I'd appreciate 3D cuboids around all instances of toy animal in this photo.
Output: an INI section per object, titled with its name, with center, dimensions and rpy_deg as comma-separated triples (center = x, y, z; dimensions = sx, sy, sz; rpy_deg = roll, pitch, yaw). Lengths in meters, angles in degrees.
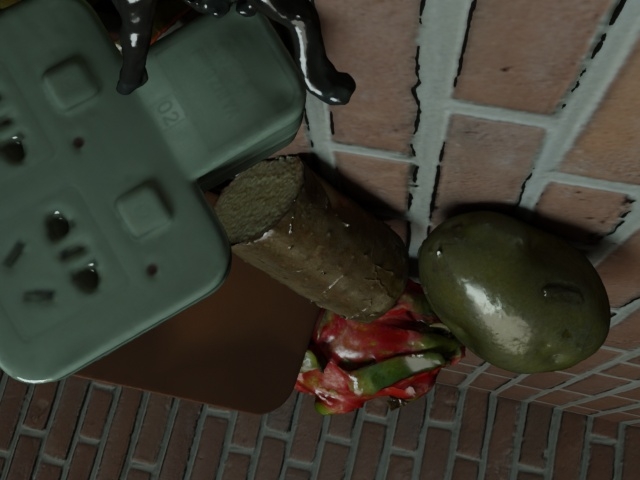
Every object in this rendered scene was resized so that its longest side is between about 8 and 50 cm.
[toy animal]
center = -0.072, -0.150, 0.424
dimensions = 0.232, 0.085, 0.148
rpy_deg = 7, 158, 22

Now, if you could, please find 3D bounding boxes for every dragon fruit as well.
[dragon fruit]
center = 0.057, 0.132, 1.125
dimensions = 0.302, 0.231, 0.237
rpy_deg = -8, 147, 27

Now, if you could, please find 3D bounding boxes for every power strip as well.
[power strip]
center = -0.141, -0.057, 0.562
dimensions = 0.261, 0.229, 0.141
rpy_deg = -31, 179, -9

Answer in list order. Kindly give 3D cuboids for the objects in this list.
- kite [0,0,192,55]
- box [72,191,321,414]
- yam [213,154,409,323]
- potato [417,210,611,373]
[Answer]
[kite]
center = -0.233, -0.206, 0.518
dimensions = 0.377, 0.013, 0.327
rpy_deg = 10, 165, 17
[box]
center = -0.200, 0.057, 1.000
dimensions = 0.339, 0.240, 0.229
rpy_deg = 22, 173, -35
[yam]
center = -0.001, 0.002, 0.877
dimensions = 0.238, 0.128, 0.129
rpy_deg = 34, -170, -42
[potato]
center = 0.208, 0.057, 0.856
dimensions = 0.235, 0.160, 0.178
rpy_deg = 37, 131, -28
